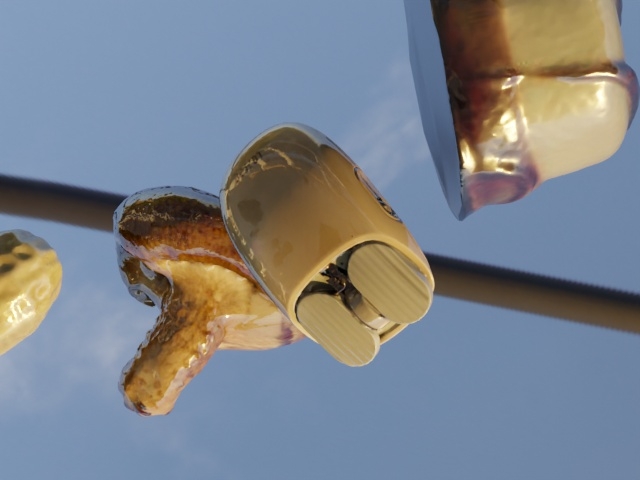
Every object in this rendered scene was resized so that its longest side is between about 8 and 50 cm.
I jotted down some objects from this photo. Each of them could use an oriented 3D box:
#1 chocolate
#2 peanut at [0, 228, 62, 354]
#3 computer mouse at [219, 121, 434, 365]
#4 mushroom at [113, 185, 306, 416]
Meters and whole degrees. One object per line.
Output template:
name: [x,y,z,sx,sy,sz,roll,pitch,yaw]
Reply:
chocolate: [0.185,-0.164,1.193,0.186,0.283,0.283,-9,-107,-1]
peanut: [-0.410,0.108,1.468,0.120,0.136,0.298,44,-101,0]
computer mouse: [0.000,0.000,1.243,0.145,0.082,0.236,-40,-100,22]
mushroom: [-0.108,0.061,1.529,0.267,0.267,0.254,-11,-97,18]
